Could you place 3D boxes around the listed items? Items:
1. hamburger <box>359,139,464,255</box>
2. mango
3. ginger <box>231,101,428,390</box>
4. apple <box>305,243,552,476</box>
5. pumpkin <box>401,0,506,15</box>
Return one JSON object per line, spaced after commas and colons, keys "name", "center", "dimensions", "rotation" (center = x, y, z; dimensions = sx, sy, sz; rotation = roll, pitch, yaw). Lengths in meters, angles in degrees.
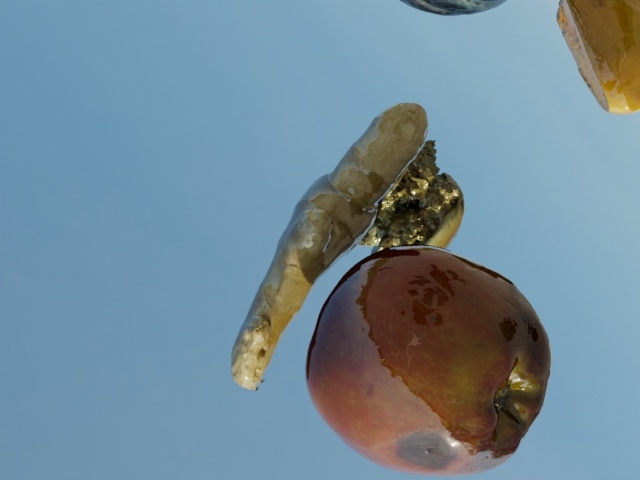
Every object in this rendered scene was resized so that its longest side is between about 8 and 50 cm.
{"name": "hamburger", "center": [0.103, -0.048, 1.650], "dimensions": [0.131, 0.159, 0.185], "rotation": [34, -115, -15]}
{"name": "mango", "center": [0.453, -0.339, 2.053], "dimensions": [0.201, 0.199, 0.350], "rotation": [33, -138, -38]}
{"name": "ginger", "center": [0.000, 0.000, 1.385], "dimensions": [0.081, 0.148, 0.334], "rotation": [38, -108, -9]}
{"name": "apple", "center": [0.108, 0.116, 1.296], "dimensions": [0.230, 0.230, 0.230], "rotation": [39, -150, -29]}
{"name": "pumpkin", "center": [0.102, -0.248, 0.932], "dimensions": [0.150, 0.194, 0.194], "rotation": [55, -157, -32]}
